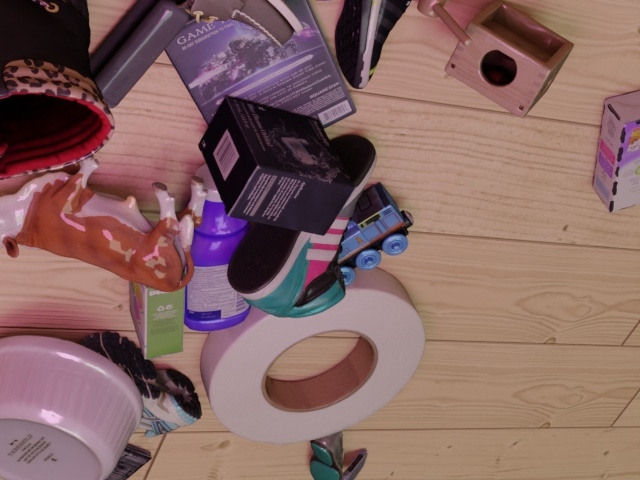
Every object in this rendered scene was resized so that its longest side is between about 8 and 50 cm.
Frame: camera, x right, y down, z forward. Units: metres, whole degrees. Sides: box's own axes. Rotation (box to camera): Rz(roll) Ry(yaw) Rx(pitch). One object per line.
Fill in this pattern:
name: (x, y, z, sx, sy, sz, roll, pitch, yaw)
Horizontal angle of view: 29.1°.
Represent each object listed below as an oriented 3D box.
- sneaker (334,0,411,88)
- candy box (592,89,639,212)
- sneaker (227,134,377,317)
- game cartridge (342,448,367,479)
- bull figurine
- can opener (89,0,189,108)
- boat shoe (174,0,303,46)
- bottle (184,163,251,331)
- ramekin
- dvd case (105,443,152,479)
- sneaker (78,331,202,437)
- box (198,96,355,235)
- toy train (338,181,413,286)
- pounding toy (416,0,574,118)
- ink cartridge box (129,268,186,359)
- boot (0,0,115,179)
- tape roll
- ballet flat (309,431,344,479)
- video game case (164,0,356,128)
sneaker: (0.084, -0.299, 1.619, 0.097, 0.084, 0.234, -10, 136, -20)
candy box: (0.536, -0.154, 1.993, 0.165, 0.070, 0.196, -16, 137, -11)
sneaker: (0.000, 0.000, 1.814, 0.295, 0.124, 0.178, -50, 146, -13)
game cartridge: (0.062, 0.446, 2.384, 0.083, 0.017, 0.056, -44, 153, -44)
bull figurine: (-0.304, -0.035, 1.649, 0.310, 0.101, 0.188, 20, 117, -15)
can opener: (-0.286, -0.212, 1.538, 0.095, 0.076, 0.283, 25, 117, -42)
boat shoe: (-0.148, -0.315, 1.458, 0.305, 0.109, 0.091, 35, 94, -35)
bottle: (-0.155, 0.011, 1.813, 0.118, 0.092, 0.283, -10, 136, -16)
ramekin: (-0.411, 0.272, 1.853, 0.273, 0.127, 0.273, 6, 140, 5)
dvd case: (-0.427, 0.415, 2.150, 0.221, 0.018, 0.164, -41, 137, 16)
sneaker: (-0.311, 0.249, 1.971, 0.122, 0.110, 0.283, -32, 138, 13)
box: (-0.061, -0.100, 1.662, 0.158, 0.156, 0.093, 11, 126, -34)
toy train: (0.053, -0.005, 1.913, 0.184, 0.080, 0.105, -31, 129, 10)
pounding toy: (0.212, -0.256, 1.669, 0.181, 0.206, 0.094, -45, 165, -54)
ink cartridge box: (-0.242, 0.063, 1.812, 0.062, 0.109, 0.209, -10, 136, -18)
boot: (-0.415, -0.195, 1.334, 0.377, 0.284, 0.138, -3, 134, -24)
tape roll: (-0.012, 0.199, 2.090, 0.392, 0.072, 0.392, -14, 137, -13)
ballet flat: (0.020, 0.398, 2.307, 0.068, 0.072, 0.213, -55, 162, -26)
video game case: (-0.080, -0.226, 1.660, 0.196, 0.026, 0.274, -26, 138, 2)
